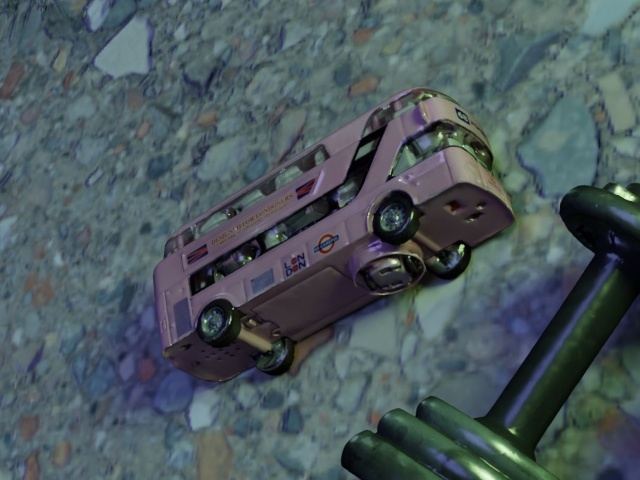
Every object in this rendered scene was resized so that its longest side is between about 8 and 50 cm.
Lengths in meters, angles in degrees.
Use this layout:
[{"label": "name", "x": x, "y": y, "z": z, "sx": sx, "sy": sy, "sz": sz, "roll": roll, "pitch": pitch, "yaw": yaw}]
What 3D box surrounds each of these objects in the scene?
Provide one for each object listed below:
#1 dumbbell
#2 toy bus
[{"label": "dumbbell", "x": 0.107, "y": 0.048, "z": 0.617, "sx": 0.110, "sy": 0.110, "sz": 0.254, "roll": 29, "pitch": 80, "yaw": 43}, {"label": "toy bus", "x": 0.000, "y": 0.000, "z": 0.745, "sx": 0.203, "sy": 0.063, "sz": 0.090, "roll": -29, "pitch": 52, "yaw": 24}]
